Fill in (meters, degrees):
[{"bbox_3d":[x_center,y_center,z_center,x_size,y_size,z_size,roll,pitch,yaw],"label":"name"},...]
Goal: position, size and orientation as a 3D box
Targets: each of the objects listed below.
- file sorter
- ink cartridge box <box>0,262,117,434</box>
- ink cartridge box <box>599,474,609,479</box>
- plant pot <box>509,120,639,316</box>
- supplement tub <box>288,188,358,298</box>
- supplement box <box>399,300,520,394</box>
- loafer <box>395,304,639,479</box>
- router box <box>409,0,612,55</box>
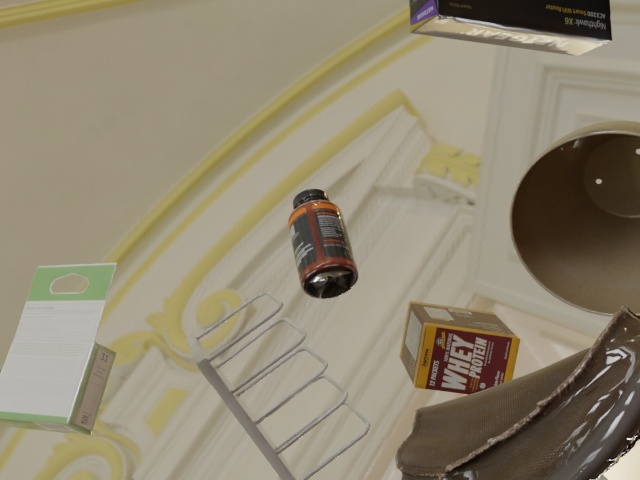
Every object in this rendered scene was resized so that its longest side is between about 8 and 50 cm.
[{"bbox_3d":[-0.074,0.244,1.420,0.173,0.193,0.278,-36,-78,-9],"label":"file sorter"},{"bbox_3d":[-0.368,0.151,1.194,0.056,0.171,0.235,45,-130,-49],"label":"ink cartridge box"},{"bbox_3d":[0.356,0.488,1.428,0.308,0.385,0.091,-49,-6,31],"label":"ink cartridge box"},{"bbox_3d":[0.438,-0.057,1.222,0.191,0.284,0.284,-47,-45,-53],"label":"plant pot"},{"bbox_3d":[0.000,0.000,1.504,0.106,0.198,0.106,-8,-38,-6],"label":"supplement tub"},{"bbox_3d":[0.278,0.220,1.709,0.191,0.194,0.129,8,-80,-5],"label":"supplement box"},{"bbox_3d":[0.119,0.172,0.642,0.366,0.130,0.134,-48,-25,15],"label":"loafer"},{"bbox_3d":[0.275,-0.412,1.218,0.309,0.081,0.243,0,-96,-25],"label":"router box"}]
